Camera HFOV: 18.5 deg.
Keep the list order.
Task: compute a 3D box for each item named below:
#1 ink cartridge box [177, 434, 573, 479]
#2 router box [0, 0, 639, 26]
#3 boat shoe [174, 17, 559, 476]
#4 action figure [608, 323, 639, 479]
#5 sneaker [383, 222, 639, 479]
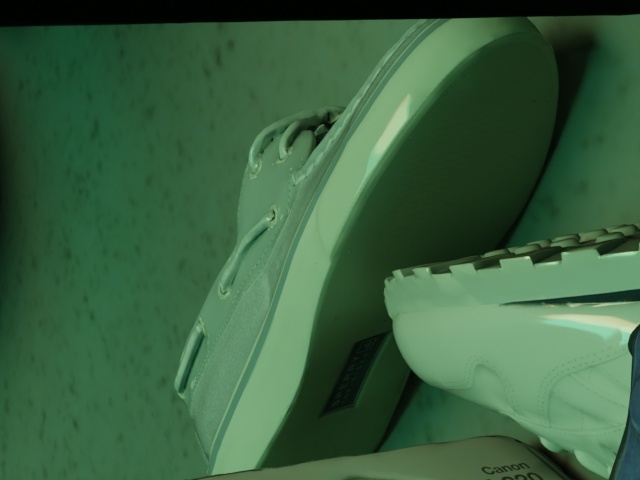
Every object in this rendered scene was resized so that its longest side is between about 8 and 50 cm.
[{"bbox_3d":[0.001,0.179,0.608,0.092,0.158,0.218,41,126,45],"label":"ink cartridge box"},{"bbox_3d":[-0.010,-0.144,0.457,0.243,0.309,0.081,48,131,40],"label":"router box"},{"bbox_3d":[0.001,0.000,0.653,0.081,0.079,0.227,53,136,29],"label":"boat shoe"},{"bbox_3d":[0.152,0.191,0.385,0.330,0.178,0.341,3,82,54],"label":"action figure"},{"bbox_3d":[0.102,0.039,0.523,0.235,0.090,0.095,-3,101,55],"label":"sneaker"}]
